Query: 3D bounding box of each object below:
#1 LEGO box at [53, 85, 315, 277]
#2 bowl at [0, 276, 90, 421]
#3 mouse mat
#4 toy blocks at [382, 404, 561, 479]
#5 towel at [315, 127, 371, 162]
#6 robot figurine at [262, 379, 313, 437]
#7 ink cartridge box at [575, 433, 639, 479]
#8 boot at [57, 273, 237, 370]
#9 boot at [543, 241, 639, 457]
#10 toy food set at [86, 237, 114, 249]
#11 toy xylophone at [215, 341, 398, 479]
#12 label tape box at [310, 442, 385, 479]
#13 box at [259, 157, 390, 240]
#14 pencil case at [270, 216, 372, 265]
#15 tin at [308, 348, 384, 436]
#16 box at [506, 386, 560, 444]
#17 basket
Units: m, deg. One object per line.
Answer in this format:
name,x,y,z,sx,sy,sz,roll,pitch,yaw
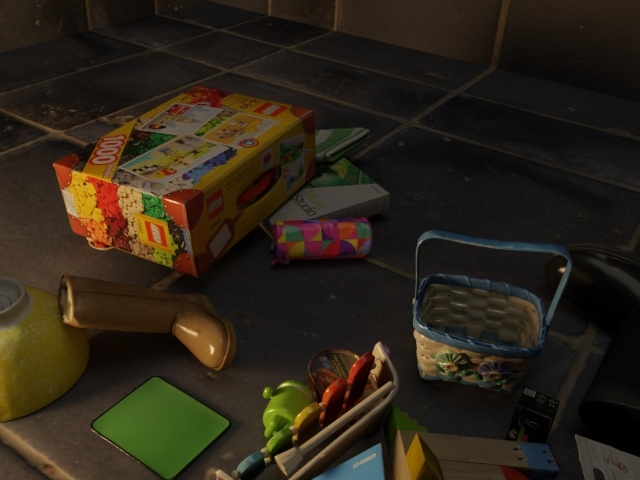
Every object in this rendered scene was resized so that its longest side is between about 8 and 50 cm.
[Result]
LEGO box,-0.295,-0.167,1.557,0.373,0.193,0.500,17,39,24
bowl,-0.562,0.158,1.141,0.290,0.156,0.289,2,33,-2
mouse mat,-0.262,0.304,1.084,0.190,0.007,0.153,22,37,28
toy blocks,0.237,0.402,0.858,0.261,0.190,0.381,9,31,-12
towel,-0.049,-0.279,1.909,0.325,0.038,0.248,7,30,33
robot figurine,-0.053,0.279,1.086,0.101,0.067,0.115,27,35,4
ink cartridge box,0.467,0.393,0.932,0.225,0.056,0.181,18,34,-2
boot,-0.309,0.148,1.164,0.270,0.089,0.236,13,11,-34
boot,0.552,0.198,1.227,0.367,0.146,0.445,19,40,25
toy food set,-0.497,-0.006,1.524,0.083,0.020,0.083,-17,38,-29
toy xylophone,0.001,0.267,0.942,0.323,0.236,0.081,-32,66,-27
label tape box,0.014,0.426,0.711,0.241,0.106,0.333,-35,25,22
box,-0.017,-0.107,1.677,0.322,0.058,0.232,-18,39,-24
pencil case,0.000,0.000,1.502,0.237,0.104,0.104,-4,34,-10
tin,0.045,0.265,1.149,0.106,0.040,0.189,-11,36,-15
box,0.351,0.297,1.085,0.062,0.083,0.052,19,35,23
basket,0.288,0.122,1.160,0.255,0.288,0.201,7,28,11
